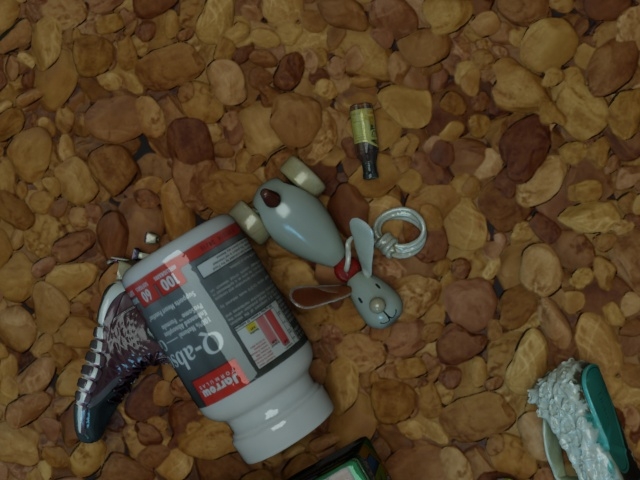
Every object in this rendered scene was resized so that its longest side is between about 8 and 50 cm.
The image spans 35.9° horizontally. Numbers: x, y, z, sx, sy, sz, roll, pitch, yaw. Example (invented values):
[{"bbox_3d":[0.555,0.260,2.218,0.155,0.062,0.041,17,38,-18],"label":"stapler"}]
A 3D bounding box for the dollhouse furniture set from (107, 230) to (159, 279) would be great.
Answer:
[{"bbox_3d":[-0.336,0.024,1.671,0.081,0.114,0.091,11,92,12],"label":"dollhouse furniture set"}]

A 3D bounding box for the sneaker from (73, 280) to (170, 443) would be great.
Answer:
[{"bbox_3d":[-0.311,0.218,1.667,0.162,0.106,0.281,13,89,5],"label":"sneaker"}]

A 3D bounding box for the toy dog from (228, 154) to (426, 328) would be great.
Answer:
[{"bbox_3d":[0.000,0.000,1.602,0.334,0.161,0.220,24,92,8],"label":"toy dog"}]

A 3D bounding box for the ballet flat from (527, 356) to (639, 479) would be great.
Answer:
[{"bbox_3d":[0.447,0.386,1.566,0.147,0.147,0.409,-21,83,6],"label":"ballet flat"}]

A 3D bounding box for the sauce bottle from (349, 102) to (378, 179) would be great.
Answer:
[{"bbox_3d":[0.077,-0.166,1.659,0.042,0.042,0.128,-9,90,7],"label":"sauce bottle"}]

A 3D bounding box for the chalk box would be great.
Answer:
[{"bbox_3d":[0.028,0.440,1.520,0.180,0.289,0.179,-30,85,6],"label":"chalk box"}]

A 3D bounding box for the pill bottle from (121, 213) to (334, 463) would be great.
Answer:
[{"bbox_3d":[-0.141,0.158,1.584,0.210,0.210,0.363,-32,91,5],"label":"pill bottle"}]

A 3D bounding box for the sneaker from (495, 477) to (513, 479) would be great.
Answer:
[{"bbox_3d":[0.295,0.511,1.584,0.126,0.091,0.240,22,90,7],"label":"sneaker"}]
